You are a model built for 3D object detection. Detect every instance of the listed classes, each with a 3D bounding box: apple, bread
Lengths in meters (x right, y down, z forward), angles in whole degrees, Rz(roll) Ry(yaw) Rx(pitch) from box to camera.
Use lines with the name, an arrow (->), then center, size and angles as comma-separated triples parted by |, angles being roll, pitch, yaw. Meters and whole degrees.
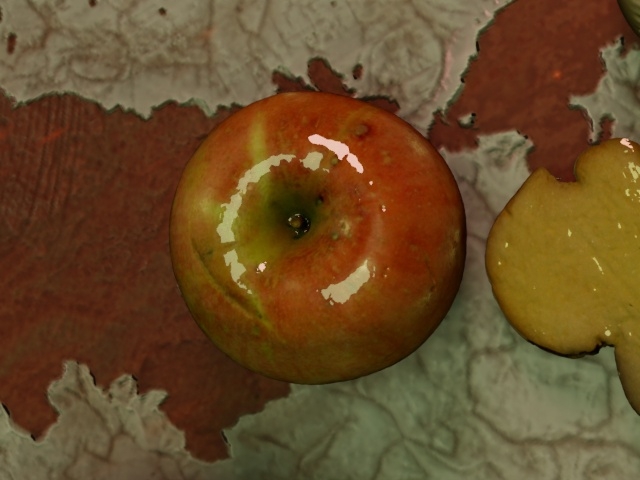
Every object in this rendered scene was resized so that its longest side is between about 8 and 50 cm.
apple -> 0.000, 0.000, 1.234 | 0.196, 0.196, 0.195 | 1, 94, 16
bread -> 0.194, 0.031, 1.243 | 0.149, 0.065, 0.187 | -26, 90, 27

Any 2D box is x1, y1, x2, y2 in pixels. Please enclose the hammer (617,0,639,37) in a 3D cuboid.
hammer -> 0.269, -0.277, 1.184 | 0.202, 0.113, 0.305 | -7, 83, 13
